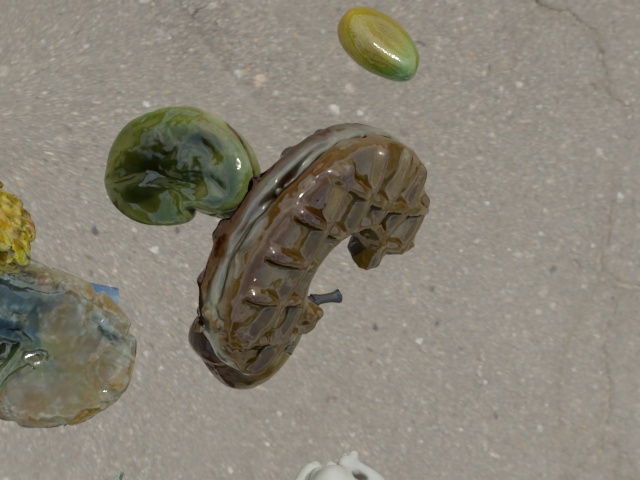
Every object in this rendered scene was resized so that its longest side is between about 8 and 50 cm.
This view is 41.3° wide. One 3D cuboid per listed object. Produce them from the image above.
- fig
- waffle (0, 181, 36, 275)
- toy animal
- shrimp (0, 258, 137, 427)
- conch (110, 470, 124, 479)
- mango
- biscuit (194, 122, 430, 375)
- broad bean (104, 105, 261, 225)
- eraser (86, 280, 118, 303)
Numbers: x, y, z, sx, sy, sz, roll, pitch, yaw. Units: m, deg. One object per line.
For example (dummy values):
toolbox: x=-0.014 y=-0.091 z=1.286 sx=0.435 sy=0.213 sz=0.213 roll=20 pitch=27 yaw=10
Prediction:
fig: x=-0.086 y=0.151 z=1.472 sx=0.274 sy=0.145 sz=0.170 roll=-26 pitch=122 yaw=-7
waffle: x=-0.394 y=-0.041 z=0.910 sx=0.070 sy=0.197 sz=0.193 roll=-46 pitch=128 yaw=5
toy animal: x=-0.025 y=0.478 z=1.455 sx=0.249 sy=0.289 sz=0.174 roll=-1 pitch=72 yaw=-58
shrimp: x=-0.465 y=0.106 z=1.149 sx=0.446 sy=0.110 sz=0.221 roll=28 pitch=89 yaw=-11
conch: x=-0.413 y=0.655 z=1.706 sx=0.303 sy=0.215 sz=0.319 roll=16 pitch=114 yaw=-11
mango: x=0.121 y=-0.396 z=1.725 sx=0.130 sy=0.092 sz=0.194 roll=-32 pitch=71 yaw=-31
biscuit: x=-0.008 y=-0.005 z=1.060 sx=0.366 sy=0.115 sz=0.268 roll=-41 pitch=148 yaw=-23
broad bean: x=-0.175 y=-0.090 z=1.054 sx=0.207 sy=0.072 sz=0.153 roll=10 pitch=90 yaw=9
eraser: x=-0.462 y=0.101 z=1.249 sx=0.312 sy=0.042 sz=0.144 roll=13 pitch=47 yaw=-14
